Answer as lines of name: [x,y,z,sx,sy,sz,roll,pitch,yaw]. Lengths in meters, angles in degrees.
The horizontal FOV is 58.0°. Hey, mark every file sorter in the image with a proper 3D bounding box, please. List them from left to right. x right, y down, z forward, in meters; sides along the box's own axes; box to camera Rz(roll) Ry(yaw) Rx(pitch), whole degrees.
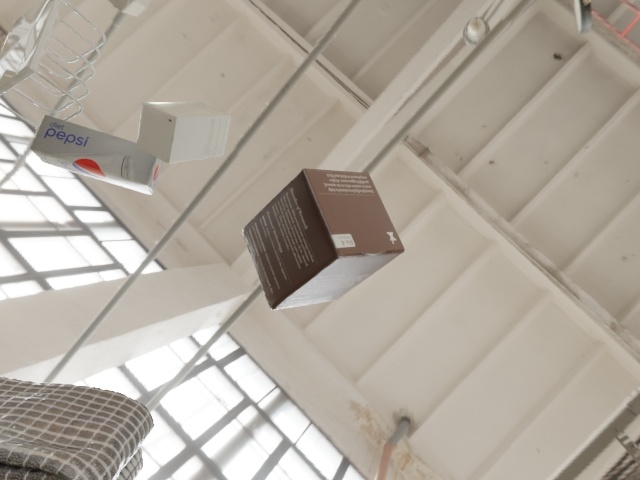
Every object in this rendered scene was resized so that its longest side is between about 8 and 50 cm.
file sorter: [-0.692,-0.449,1.478,0.192,0.173,0.278,-17,-125,28]

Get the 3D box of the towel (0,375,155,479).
towel: [-0.356,0.235,0.652,0.283,0.235,0.122,13,-86,-3]

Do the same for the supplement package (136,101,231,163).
supplement package: [-0.303,-0.246,1.294,0.105,0.179,0.105,27,-66,24]

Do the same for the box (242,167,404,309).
box: [0.000,0.000,1.020,0.203,0.168,0.167,-40,-116,39]

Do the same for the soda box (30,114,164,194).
soda box: [-0.536,-0.205,1.402,0.286,0.091,0.098,17,-105,-4]
